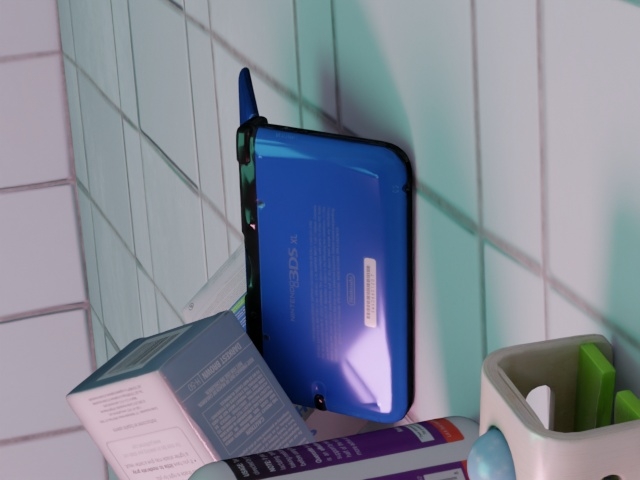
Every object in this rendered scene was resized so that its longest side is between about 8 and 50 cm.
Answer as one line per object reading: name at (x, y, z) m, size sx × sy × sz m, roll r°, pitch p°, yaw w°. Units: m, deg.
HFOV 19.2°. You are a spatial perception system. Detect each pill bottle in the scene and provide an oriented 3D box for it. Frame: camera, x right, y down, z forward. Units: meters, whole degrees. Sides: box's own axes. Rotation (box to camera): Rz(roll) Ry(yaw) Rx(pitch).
pill bottle at (0.001, 0.262, 1.609) m, size 0.181 × 0.322 × 0.182 m, roll 171°, pitch 90°, yaw -74°

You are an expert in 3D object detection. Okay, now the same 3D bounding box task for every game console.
game console at (0.000, 0.000, 1.875) m, size 0.173 × 0.250 × 0.293 m, roll -44°, pitch -42°, yaw -54°

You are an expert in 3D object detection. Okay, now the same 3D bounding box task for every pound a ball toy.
pound a ball toy at (0.154, 0.223, 1.406) m, size 0.208 × 0.135 × 0.319 m, roll -125°, pitch 31°, yaw -56°

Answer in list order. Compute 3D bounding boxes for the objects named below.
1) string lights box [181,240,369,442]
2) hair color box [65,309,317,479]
string lights box at (-0.053, 0.132, 2.060) m, size 0.133 × 0.076 × 0.260 m, roll -47°, pitch 44°, yaw 23°
hair color box at (-0.073, 0.265, 1.890) m, size 0.185 × 0.113 × 0.374 m, roll -19°, pitch 107°, yaw 52°
